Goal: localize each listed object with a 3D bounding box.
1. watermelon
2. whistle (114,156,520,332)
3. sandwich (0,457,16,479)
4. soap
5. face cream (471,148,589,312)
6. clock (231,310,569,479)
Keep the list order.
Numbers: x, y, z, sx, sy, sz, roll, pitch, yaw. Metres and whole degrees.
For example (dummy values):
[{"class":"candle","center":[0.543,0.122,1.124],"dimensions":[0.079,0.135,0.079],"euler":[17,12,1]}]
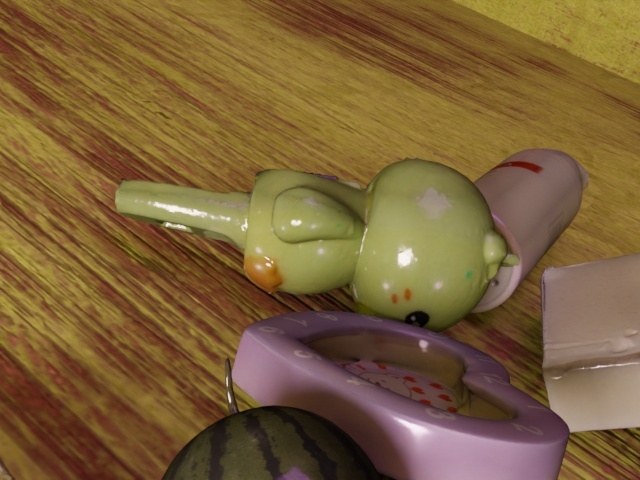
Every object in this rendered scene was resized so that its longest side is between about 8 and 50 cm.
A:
[{"class":"watermelon","center":[-0.024,0.113,0.332],"dimensions":[0.105,0.105,0.133],"euler":[1,61,-35]},{"class":"whistle","center":[0.002,0.010,0.582],"dimensions":[0.294,0.141,0.141],"euler":[-4,29,-4]},{"class":"sandwich","center":[-0.157,0.144,0.248],"dimensions":[0.163,0.058,0.193],"euler":[-13,43,-46]},{"class":"soap","center":[0.235,0.070,0.608],"dimensions":[0.122,0.063,0.183],"euler":[-12,18,20]},{"class":"face cream","center":[0.197,-0.030,0.790],"dimensions":[0.102,0.101,0.345],"euler":[29,27,17]},{"class":"clock","center":[0.033,0.093,0.446],"dimensions":[0.172,0.064,0.198],"euler":[12,7,-10]}]
